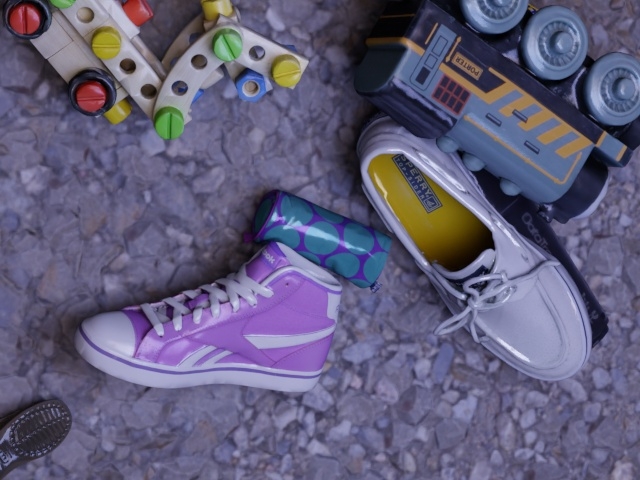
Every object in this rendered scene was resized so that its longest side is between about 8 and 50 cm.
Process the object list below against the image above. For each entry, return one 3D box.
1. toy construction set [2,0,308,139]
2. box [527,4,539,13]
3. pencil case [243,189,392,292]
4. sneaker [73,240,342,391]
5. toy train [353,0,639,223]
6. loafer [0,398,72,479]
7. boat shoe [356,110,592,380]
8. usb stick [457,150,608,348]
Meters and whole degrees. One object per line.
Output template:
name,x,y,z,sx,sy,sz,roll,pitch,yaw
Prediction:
toy construction set,-0.185,-0.239,1.846,0.215,0.151,0.328,-34,100,12
box,0.169,-0.256,2.022,0.169,0.059,0.054,29,88,-21
pencil case,0.000,0.000,1.987,0.151,0.064,0.070,24,121,-20
sneaker,-0.109,0.064,1.915,0.282,0.102,0.161,3,119,-31
toy train,0.193,-0.158,1.933,0.334,0.142,0.190,33,84,-23
loafer,-0.321,0.208,1.903,0.148,0.050,0.056,-31,110,-30
boat shoe,0.164,0.027,1.979,0.136,0.156,0.367,-30,107,21
usb stick,0.232,0.009,2.084,0.077,0.045,0.278,-40,108,-19
